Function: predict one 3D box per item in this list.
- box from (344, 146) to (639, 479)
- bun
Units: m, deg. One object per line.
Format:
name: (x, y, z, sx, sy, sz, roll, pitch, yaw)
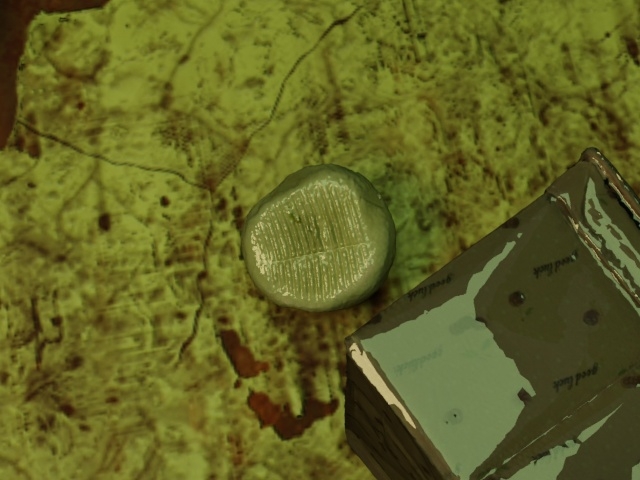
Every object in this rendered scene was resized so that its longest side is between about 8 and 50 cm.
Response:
box: (0.147, 0.125, 0.882, 0.190, 0.297, 0.225, -36, 75, -8)
bun: (0.000, 0.000, 1.042, 0.115, 0.069, 0.115, 0, 90, 10)
